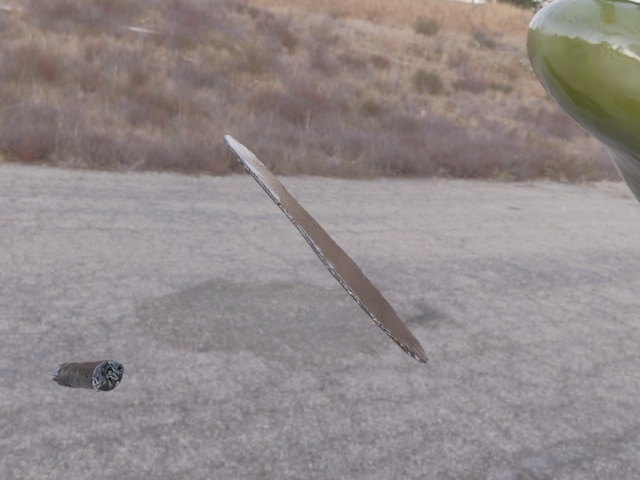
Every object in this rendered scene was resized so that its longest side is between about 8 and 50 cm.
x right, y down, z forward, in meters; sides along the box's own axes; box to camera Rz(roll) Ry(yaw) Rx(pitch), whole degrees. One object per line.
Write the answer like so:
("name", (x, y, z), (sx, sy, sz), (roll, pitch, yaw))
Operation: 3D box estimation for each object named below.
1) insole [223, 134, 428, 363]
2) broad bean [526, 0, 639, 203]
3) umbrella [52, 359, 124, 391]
("insole", (0.000, 0.000, 0.658), (0.328, 0.007, 0.111), (49, 10, 22))
("broad bean", (0.257, -0.092, 0.462), (0.263, 0.121, 0.189), (35, 21, -28))
("umbrella", (-0.247, 0.141, 0.672), (0.036, 0.031, 0.133), (6, -12, -39))
